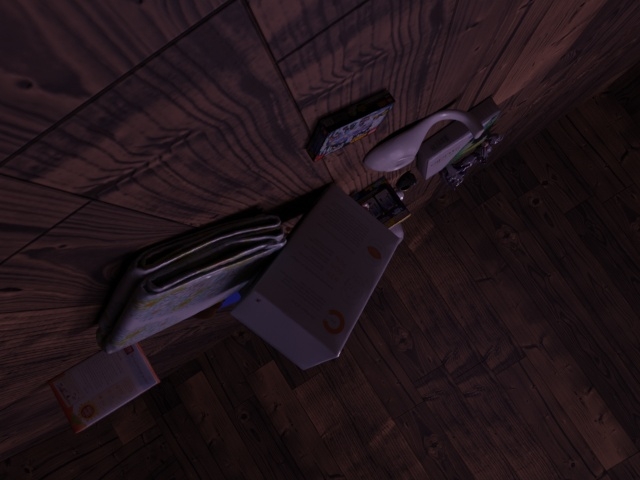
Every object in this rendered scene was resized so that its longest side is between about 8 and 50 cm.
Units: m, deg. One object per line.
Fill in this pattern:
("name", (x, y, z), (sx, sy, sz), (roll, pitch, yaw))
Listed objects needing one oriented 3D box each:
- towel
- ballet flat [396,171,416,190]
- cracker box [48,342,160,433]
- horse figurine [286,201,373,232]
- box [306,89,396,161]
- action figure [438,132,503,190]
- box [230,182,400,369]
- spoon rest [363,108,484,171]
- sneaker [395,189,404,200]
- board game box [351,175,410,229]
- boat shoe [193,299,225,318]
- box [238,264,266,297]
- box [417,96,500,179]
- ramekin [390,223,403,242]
("towel", (-0.269, 0.084, 0.953), (0.320, 0.090, 0.374), (-23, 167, -41))
("ballet flat", (0.299, -0.193, 1.628), (0.057, 0.049, 0.173), (-32, 172, 1))
("cracker box", (-0.580, 0.383, 1.269), (0.232, 0.156, 0.067), (-30, 172, -16))
("horse figurine", (0.010, -0.050, 1.303), (0.263, 0.066, 0.174), (-37, 166, 12))
("box", (0.048, -0.184, 0.758), (0.137, 0.027, 0.094), (-30, 173, -22))
("action figure", (0.618, -0.332, 1.893), (0.285, 0.099, 0.185), (-41, 161, 23))
("box", (-0.004, 0.077, 1.058), (0.345, 0.215, 0.168), (-55, -172, -36))
("spoon rest", (0.226, -0.232, 1.074), (0.276, 0.084, 0.137), (-19, 170, -1))
("sneaker", (0.238, -0.141, 1.741), (0.061, 0.054, 0.152), (-3, 151, -41))
("board game box", (0.158, -0.086, 1.390), (0.170, 0.141, 0.048), (-32, 172, -3))
("boat shoe", (-0.312, 0.165, 1.318), (0.207, 0.073, 0.073), (-33, -145, 47))
("box", (-0.135, 0.133, 1.237), (0.126, 0.231, 0.262), (-30, 171, -20))
("box", (0.402, -0.292, 1.409), (0.232, 0.058, 0.322), (-34, 173, 9))
("ramekin", (0.178, -0.011, 1.702), (0.272, 0.127, 0.273), (-25, 164, -8))
